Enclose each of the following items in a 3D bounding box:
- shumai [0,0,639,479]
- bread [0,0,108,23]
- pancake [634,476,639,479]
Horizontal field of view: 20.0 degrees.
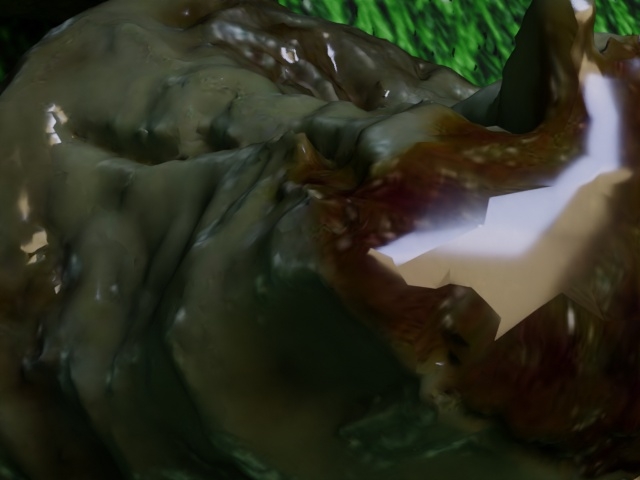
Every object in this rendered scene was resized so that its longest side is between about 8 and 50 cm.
[{"bbox_3d":[0.035,0.014,0.860,0.397,0.323,0.324,23,70,-19],"label":"shumai"},{"bbox_3d":[-0.202,-0.165,0.931,0.361,0.138,0.077,0,80,-35],"label":"bread"},{"bbox_3d":[0.218,0.122,1.138,0.151,0.025,0.151,26,41,-25],"label":"pancake"}]
